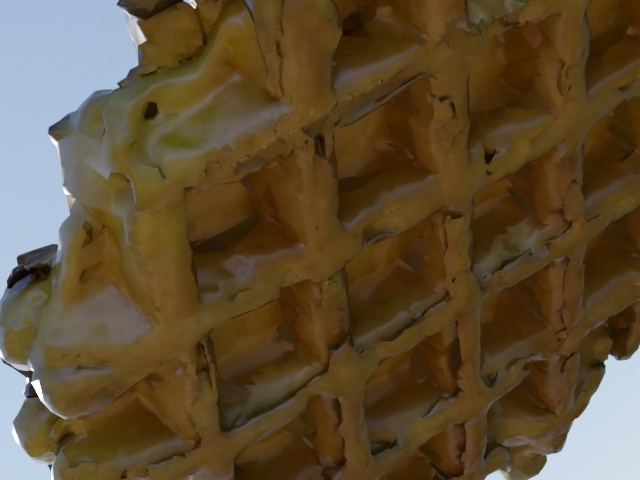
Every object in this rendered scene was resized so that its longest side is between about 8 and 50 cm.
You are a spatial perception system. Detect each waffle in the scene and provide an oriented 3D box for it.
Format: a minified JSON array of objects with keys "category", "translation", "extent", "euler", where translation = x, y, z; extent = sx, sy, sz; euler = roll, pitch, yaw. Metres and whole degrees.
[{"category":"waffle","translation":[0.049,-0.020,0.614],"extent":[0.380,0.095,0.382],"euler":[12,-67,-46]}]

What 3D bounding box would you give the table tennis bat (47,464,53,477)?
[{"category":"table tennis bat","translation":[-0.207,0.196,1.259],"extent":[0.038,0.149,0.237],"euler":[-31,-21,-50]}]
